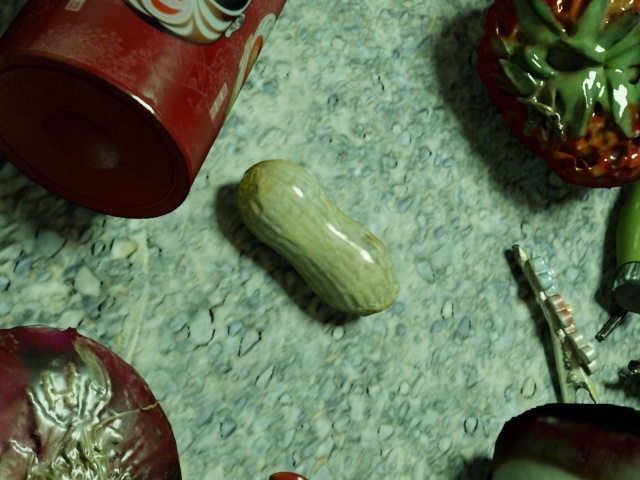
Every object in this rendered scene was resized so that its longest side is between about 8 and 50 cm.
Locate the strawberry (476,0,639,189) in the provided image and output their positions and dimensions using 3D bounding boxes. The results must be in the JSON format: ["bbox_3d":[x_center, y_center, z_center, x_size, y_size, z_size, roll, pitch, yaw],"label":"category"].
[{"bbox_3d":[0.334,-0.227,1.344,0.351,0.267,0.312,-65,146,-64],"label":"strawberry"}]

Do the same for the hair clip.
[{"bbox_3d":[0.286,0.099,1.284,0.056,0.062,0.213,-17,84,2],"label":"hair clip"}]

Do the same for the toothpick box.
[{"bbox_3d":[-0.147,-0.209,0.984,0.204,0.204,0.333,37,54,-20],"label":"toothpick box"}]

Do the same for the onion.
[{"bbox_3d":[-0.219,0.183,0.795,0.246,0.190,0.246,-3,95,-33],"label":"onion"}]

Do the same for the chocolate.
[{"bbox_3d":[0.288,0.307,1.078,0.284,0.284,0.186,34,57,-22],"label":"chocolate"}]

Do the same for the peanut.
[{"bbox_3d":[0.000,0.000,1.090,0.207,0.087,0.087,44,53,-17],"label":"peanut"}]

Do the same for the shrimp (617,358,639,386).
[{"bbox_3d":[0.484,0.216,1.393,0.296,0.058,0.169,4,73,-39],"label":"shrimp"}]

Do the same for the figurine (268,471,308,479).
[{"bbox_3d":[-0.017,0.255,0.994,0.083,0.067,0.071,27,37,-8],"label":"figurine"}]

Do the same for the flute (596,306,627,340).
[{"bbox_3d":[0.432,0.057,1.436,0.269,0.014,0.014,-39,98,-39],"label":"flute"}]

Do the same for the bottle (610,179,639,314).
[{"bbox_3d":[0.446,-0.018,1.411,0.112,0.112,0.260,43,54,-17],"label":"bottle"}]
